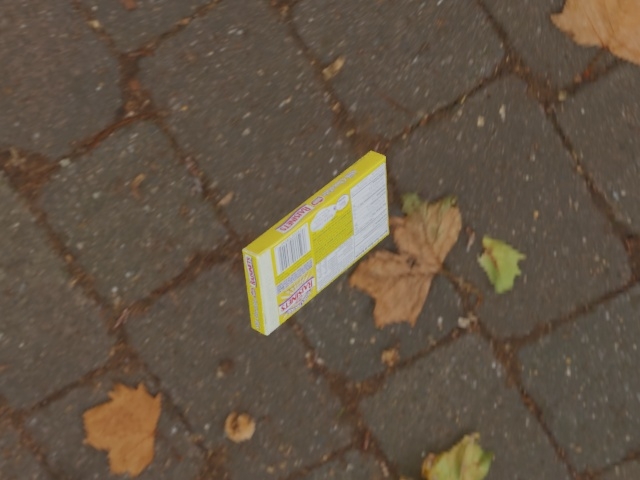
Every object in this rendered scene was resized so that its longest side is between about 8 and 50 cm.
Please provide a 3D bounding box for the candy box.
[{"bbox_3d":[0.000,0.000,1.308,0.027,0.206,0.105,26,137,30],"label":"candy box"}]
